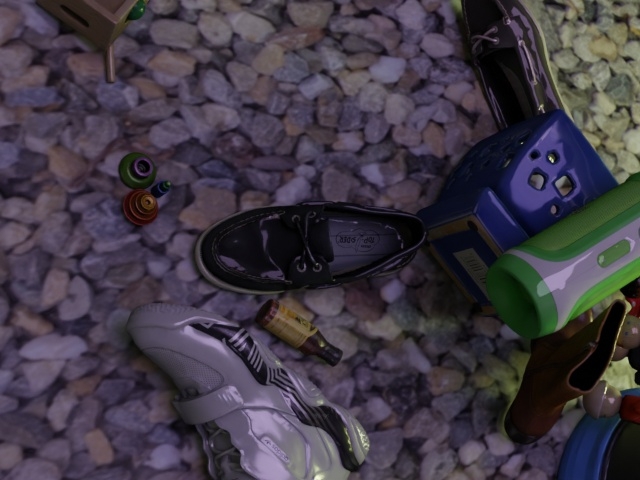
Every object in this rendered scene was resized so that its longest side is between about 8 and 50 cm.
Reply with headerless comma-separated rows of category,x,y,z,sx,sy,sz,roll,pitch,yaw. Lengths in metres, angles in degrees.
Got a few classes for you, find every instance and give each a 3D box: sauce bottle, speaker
sauce bottle,-0.026,0.127,1.603,0.128,0.042,0.042,35,61,-20
speaker,0.365,0.012,1.564,0.297,0.131,0.131,-29,92,-21

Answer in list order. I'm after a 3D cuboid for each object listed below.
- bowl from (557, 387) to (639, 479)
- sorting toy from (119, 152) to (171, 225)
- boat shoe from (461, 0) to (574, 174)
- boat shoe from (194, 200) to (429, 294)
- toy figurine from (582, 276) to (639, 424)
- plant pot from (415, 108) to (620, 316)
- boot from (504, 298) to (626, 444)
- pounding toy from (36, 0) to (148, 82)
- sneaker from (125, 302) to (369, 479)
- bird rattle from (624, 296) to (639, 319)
bowl,0.540,0.419,1.836,0.391,0.077,0.391,9,71,-28
sorting toy,-0.225,-0.071,1.539,0.061,0.042,0.101,3,75,-30
boat shoe,0.303,-0.261,1.868,0.095,0.112,0.335,-31,97,-38
boat shoe,0.001,0.004,1.610,0.340,0.113,0.127,3,75,-30
toy figurine,0.481,0.157,1.754,0.148,0.209,0.213,15,38,13
plant pot,0.292,-0.021,1.727,0.212,0.236,0.236,-43,100,-25
boot,0.360,0.141,1.684,0.096,0.280,0.264,34,64,9
pounding toy,-0.286,-0.310,1.552,0.141,0.100,0.130,36,60,-5
sneaker,-0.113,0.242,1.459,0.366,0.137,0.210,38,58,-20
bird rattle,0.542,0.027,1.925,0.207,0.143,0.253,-32,97,-50
